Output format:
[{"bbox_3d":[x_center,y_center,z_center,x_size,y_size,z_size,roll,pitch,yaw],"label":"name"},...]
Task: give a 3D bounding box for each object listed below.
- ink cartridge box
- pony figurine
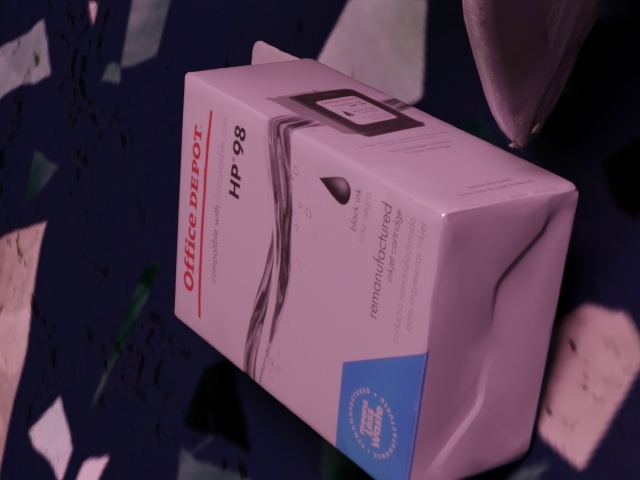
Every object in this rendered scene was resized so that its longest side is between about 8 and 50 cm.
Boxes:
[{"bbox_3d":[0.000,0.000,0.451,0.180,0.060,0.104,32,125,45],"label":"ink cartridge box"},{"bbox_3d":[0.106,-0.208,0.293,0.364,0.351,0.302,-3,76,24],"label":"pony figurine"}]
